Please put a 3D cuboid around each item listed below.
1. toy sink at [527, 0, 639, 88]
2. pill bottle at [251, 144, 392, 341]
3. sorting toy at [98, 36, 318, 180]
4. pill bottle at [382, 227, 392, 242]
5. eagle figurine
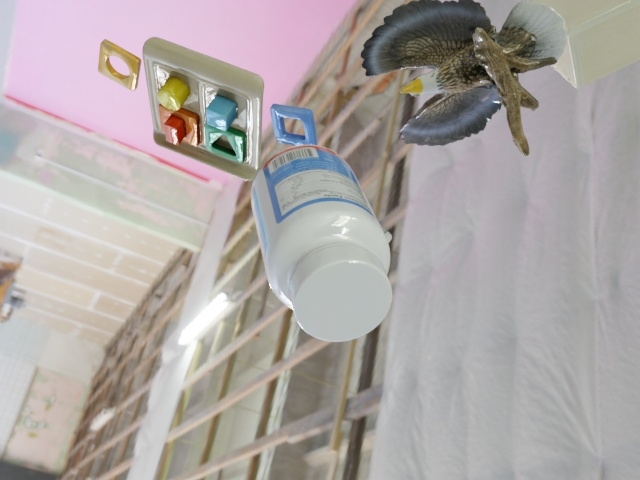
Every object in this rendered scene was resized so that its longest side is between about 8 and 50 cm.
[{"bbox_3d":[0.508,-0.388,1.251,0.234,0.131,0.152,-26,-139,4],"label":"toy sink"},{"bbox_3d":[0.000,0.000,0.734,0.124,0.124,0.221,-60,-156,24],"label":"pill bottle"},{"bbox_3d":[-0.173,-0.175,1.030,0.196,0.348,0.047,101,14,-52],"label":"sorting toy"},{"bbox_3d":[0.036,-0.022,1.526,0.117,0.208,0.117,-54,175,-8],"label":"pill bottle"},{"bbox_3d":[0.209,-0.261,1.126,0.298,0.225,0.226,-153,-104,-71],"label":"eagle figurine"}]
